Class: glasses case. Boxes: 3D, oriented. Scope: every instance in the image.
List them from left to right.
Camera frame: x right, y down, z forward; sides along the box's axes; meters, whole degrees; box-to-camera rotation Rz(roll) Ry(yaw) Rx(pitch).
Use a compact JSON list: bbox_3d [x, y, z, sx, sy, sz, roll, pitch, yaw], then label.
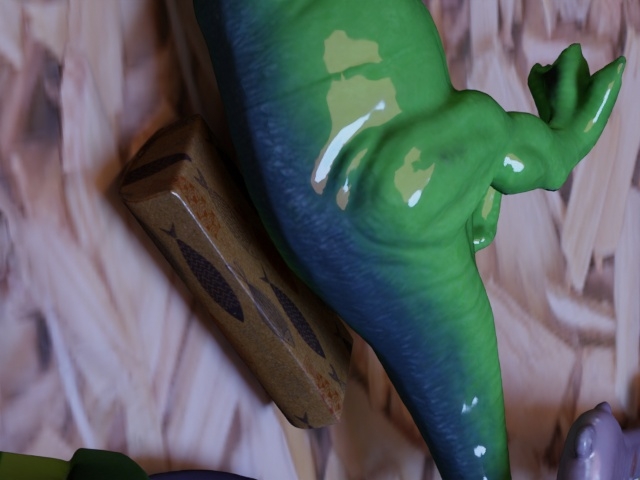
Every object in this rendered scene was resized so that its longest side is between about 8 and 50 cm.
[{"bbox_3d":[-0.040,0.021,0.706,0.170,0.041,0.065,56,29,-32],"label":"glasses case"}]

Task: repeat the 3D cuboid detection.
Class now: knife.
[{"bbox_3d":[0.200,0.154,0.858,0.398,0.038,0.132,16,79,-67],"label":"knife"}]

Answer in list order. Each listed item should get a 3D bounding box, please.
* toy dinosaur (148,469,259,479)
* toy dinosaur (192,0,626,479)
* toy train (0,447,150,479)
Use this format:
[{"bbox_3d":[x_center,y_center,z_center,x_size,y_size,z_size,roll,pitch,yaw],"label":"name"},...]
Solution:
[{"bbox_3d":[-0.073,0.121,0.661,0.383,0.129,0.331,-13,95,-43],"label":"toy dinosaur"},{"bbox_3d":[0.000,0.000,0.646,0.374,0.144,0.500,19,67,-42],"label":"toy dinosaur"},{"bbox_3d":[-0.170,0.198,0.483,0.202,0.120,0.301,8,94,-8],"label":"toy train"}]
